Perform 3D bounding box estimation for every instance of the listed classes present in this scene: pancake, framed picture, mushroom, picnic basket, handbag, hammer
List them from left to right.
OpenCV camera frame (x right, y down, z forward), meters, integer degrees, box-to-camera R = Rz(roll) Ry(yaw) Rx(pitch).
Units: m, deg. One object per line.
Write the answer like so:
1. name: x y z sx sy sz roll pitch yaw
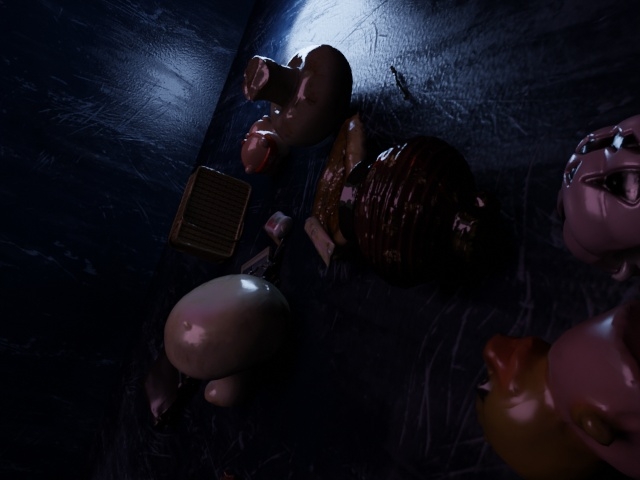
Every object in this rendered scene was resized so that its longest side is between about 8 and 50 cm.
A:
1. handbag: -0.529 0.500 1.885 0.285 0.113 0.257 -53 34 16
2. picnic basket: -0.410 -0.089 1.967 0.175 0.228 0.313 -12 59 64
3. mushroom: -0.251 0.229 1.324 0.356 0.315 0.315 -42 35 30
4. framed picture: -0.204 0.118 1.627 0.203 0.015 0.150 -32 48 52
5. hammer: -0.149 -0.012 1.634 0.062 0.013 0.199 -65 25 9
6. mushroom: -0.065 -0.421 1.456 0.297 0.290 0.298 -42 37 43
7. pancake: 0.043 -0.124 1.214 0.356 0.065 0.356 -165 90 -79

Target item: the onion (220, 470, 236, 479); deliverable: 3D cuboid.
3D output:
1. onion: -0.257 0.671 1.205 0.227 0.120 0.284 -40 37 37

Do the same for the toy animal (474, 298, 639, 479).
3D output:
1. toy animal: 0.268 0.157 0.523 0.281 0.195 0.169 -31 84 47

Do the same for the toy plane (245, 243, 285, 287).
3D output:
1. toy plane: -0.155 0.087 1.503 0.130 0.061 0.189 19 76 34

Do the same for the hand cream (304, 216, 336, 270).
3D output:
1. hand cream: 0.000 0.000 1.124 0.143 0.039 0.061 -120 39 -52

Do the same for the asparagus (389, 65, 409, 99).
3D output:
1. asparagus: 0.185 -0.374 1.249 0.163 0.016 0.016 -98 12 -47

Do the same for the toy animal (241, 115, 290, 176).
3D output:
1. toy animal: -0.190 -0.314 1.795 0.171 0.171 0.198 -52 22 31

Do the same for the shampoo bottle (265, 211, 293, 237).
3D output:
1. shampoo bottle: -0.120 -0.045 1.559 0.072 0.043 0.099 -49 25 -4

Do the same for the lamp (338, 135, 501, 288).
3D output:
1. lamp: 0.154 -0.041 0.823 0.247 0.246 0.247 -44 35 42

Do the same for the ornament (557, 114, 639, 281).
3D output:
1. ornament: 0.328 -0.032 0.520 0.177 0.177 0.178 -44 35 42
